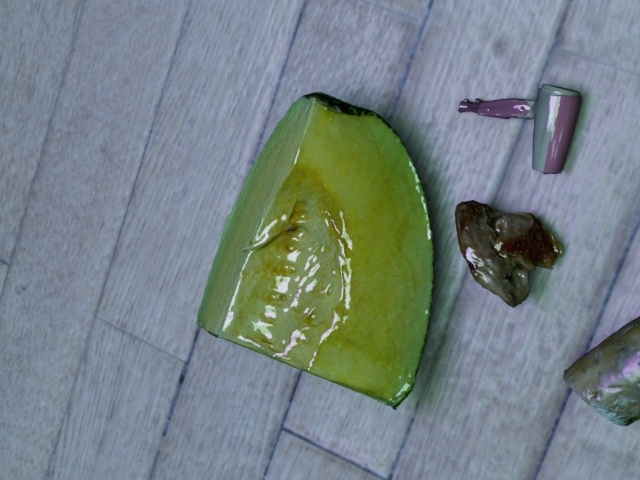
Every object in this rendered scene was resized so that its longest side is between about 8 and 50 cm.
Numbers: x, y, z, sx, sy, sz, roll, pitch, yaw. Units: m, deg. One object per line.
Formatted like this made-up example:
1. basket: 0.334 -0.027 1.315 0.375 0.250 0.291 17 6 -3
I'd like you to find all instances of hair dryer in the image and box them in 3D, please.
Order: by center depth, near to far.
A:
1. hair dryer: 0.243 -0.151 1.502 0.154 0.054 0.106 21 107 32

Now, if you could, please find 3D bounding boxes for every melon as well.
1. melon: 0.000 0.000 1.534 0.331 0.226 0.344 22 90 33

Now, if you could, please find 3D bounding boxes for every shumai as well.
1. shumai: 0.219 0.002 1.483 0.139 0.123 0.105 43 99 30

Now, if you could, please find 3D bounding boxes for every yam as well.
1. yam: 0.388 0.142 1.420 0.194 0.107 0.107 -38 79 23
